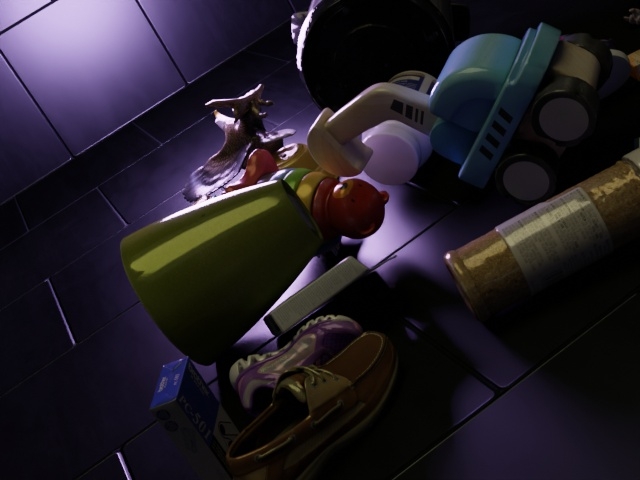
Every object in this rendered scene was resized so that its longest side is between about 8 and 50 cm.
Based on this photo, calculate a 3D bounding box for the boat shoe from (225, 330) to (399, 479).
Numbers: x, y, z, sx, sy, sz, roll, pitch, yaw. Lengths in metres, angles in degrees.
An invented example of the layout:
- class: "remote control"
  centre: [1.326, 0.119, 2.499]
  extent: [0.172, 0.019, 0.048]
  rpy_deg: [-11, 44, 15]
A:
- class: "boat shoe"
  centre: [-0.008, 0.238, 1.346]
  extent: [0.123, 0.120, 0.324]
  rpy_deg: [1, 39, 47]

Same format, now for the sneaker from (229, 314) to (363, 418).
- class: "sneaker"
  centre: [-0.033, 0.206, 1.480]
  extent: [0.236, 0.095, 0.104]
  rpy_deg: [-30, 31, 12]

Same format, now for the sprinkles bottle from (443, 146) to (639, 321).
- class: "sprinkles bottle"
  centre: [0.364, -0.011, 1.406]
  extent: [0.355, 0.121, 0.121]
  rpy_deg: [-29, 25, 3]

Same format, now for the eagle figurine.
- class: "eagle figurine"
  centre: [-0.198, -0.227, 2.281]
  extent: [0.226, 0.298, 0.225]
  rpy_deg: [6, 38, -15]

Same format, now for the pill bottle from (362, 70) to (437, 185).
- class: "pill bottle"
  centre: [0.174, -0.236, 1.997]
  extent: [0.153, 0.153, 0.264]
  rpy_deg: [-15, 28, 30]

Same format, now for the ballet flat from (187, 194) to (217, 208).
- class: "ballet flat"
  centre: [-0.260, -0.008, 2.089]
  extent: [0.123, 0.123, 0.348]
  rpy_deg: [-29, 19, 3]

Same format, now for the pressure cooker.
- class: "pressure cooker"
  centre: [0.134, -0.492, 2.271]
  extent: [0.375, 0.370, 0.420]
  rpy_deg: [-46, 16, 27]

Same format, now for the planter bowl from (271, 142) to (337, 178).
- class: "planter bowl"
  centre: [-0.065, -0.163, 2.194]
  extent: [0.217, 0.090, 0.217]
  rpy_deg: [-24, 25, 12]

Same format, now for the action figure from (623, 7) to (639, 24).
- class: "action figure"
  centre: [0.736, -0.616, 1.990]
  extent: [0.276, 0.248, 0.370]
  rpy_deg: [-28, 28, 1]

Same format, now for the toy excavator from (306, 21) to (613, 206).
- class: "toy excavator"
  centre: [0.233, -0.234, 1.702]
  extent: [0.222, 0.445, 0.433]
  rpy_deg: [-59, -6, -46]

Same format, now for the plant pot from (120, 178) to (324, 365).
- class: "plant pot"
  centre: [-0.152, 0.026, 1.674]
  extent: [0.293, 0.275, 0.275]
  rpy_deg: [-34, 24, 7]

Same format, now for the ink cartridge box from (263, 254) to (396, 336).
- class: "ink cartridge box"
  centre: [0.008, 0.081, 1.602]
  extent: [0.224, 0.045, 0.223]
  rpy_deg: [-34, -3, -10]

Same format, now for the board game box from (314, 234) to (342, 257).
- class: "board game box"
  centre: [0.000, 0.000, 1.883]
  extent: [0.133, 0.033, 0.168]
  rpy_deg: [-15, 29, 27]

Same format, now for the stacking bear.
- class: "stacking bear"
  centre: [-0.013, -0.065, 1.800]
  extent: [0.289, 0.164, 0.175]
  rpy_deg: [5, 47, 32]

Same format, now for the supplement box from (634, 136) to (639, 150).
- class: "supplement box"
  centre: [0.541, -0.124, 1.470]
  extent: [0.083, 0.083, 0.056]
  rpy_deg: [-17, 28, 28]

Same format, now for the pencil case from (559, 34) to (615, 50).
- class: "pencil case"
  centre: [0.552, -0.396, 1.985]
  extent: [0.064, 0.070, 0.152]
  rpy_deg: [-49, 25, -1]

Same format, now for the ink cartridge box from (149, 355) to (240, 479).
- class: "ink cartridge box"
  centre: [-0.162, 0.274, 1.339]
  extent: [0.046, 0.207, 0.097]
  rpy_deg: [-22, 26, 15]

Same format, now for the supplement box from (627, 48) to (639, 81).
- class: "supplement box"
  centre: [0.647, -0.355, 1.844]
  extent: [0.098, 0.036, 0.062]
  rpy_deg: [-27, 26, 6]

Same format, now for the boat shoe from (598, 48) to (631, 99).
- class: "boat shoe"
  centre: [0.463, -0.317, 1.886]
  extent: [0.306, 0.113, 0.105]
  rpy_deg: [-24, 38, 34]
